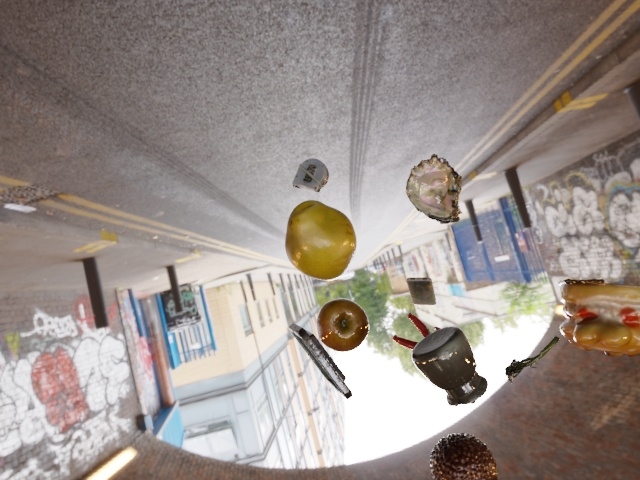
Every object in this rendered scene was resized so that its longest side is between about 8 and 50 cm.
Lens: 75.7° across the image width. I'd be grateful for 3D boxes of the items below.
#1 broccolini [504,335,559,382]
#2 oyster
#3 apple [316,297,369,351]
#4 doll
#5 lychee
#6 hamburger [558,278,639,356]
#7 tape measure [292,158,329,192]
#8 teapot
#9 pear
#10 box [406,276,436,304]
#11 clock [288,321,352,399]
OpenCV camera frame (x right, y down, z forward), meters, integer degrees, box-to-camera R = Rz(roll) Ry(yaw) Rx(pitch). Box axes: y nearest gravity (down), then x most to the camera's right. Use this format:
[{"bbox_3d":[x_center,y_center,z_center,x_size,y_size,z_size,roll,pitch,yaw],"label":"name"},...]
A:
[{"bbox_3d":[0.885,0.489,1.732,0.271,0.062,0.123,-44,-175,12],"label":"broccolini"},{"bbox_3d":[0.434,-0.180,1.527,0.198,0.260,0.092,-39,161,21],"label":"oyster"},{"bbox_3d":[0.104,0.403,1.977,0.264,0.264,0.264,-15,174,-2],"label":"apple"},{"bbox_3d":[0.518,0.487,1.827,0.188,0.384,0.099,-55,158,-10],"label":"doll"},{"bbox_3d":[0.577,0.924,1.662,0.275,0.276,0.304,-18,150,24],"label":"lychee"},{"bbox_3d":[0.749,0.201,1.048,0.261,0.186,0.302,1,168,37],"label":"hamburger"},{"bbox_3d":[-0.047,-0.366,2.303,0.182,0.181,0.107,13,176,21],"label":"tape measure"},{"bbox_3d":[0.513,0.499,1.612,0.223,0.285,0.305,-33,179,5],"label":"teapot"},{"bbox_3d":[0.000,0.000,2.043,0.362,0.418,0.362,-26,-153,14],"label":"pear"},{"bbox_3d":[0.592,0.298,2.404,0.142,0.044,0.285,-1,143,23],"label":"box"},{"bbox_3d":[-0.003,0.403,1.432,0.049,0.279,0.273,-37,-176,-14],"label":"clock"}]
